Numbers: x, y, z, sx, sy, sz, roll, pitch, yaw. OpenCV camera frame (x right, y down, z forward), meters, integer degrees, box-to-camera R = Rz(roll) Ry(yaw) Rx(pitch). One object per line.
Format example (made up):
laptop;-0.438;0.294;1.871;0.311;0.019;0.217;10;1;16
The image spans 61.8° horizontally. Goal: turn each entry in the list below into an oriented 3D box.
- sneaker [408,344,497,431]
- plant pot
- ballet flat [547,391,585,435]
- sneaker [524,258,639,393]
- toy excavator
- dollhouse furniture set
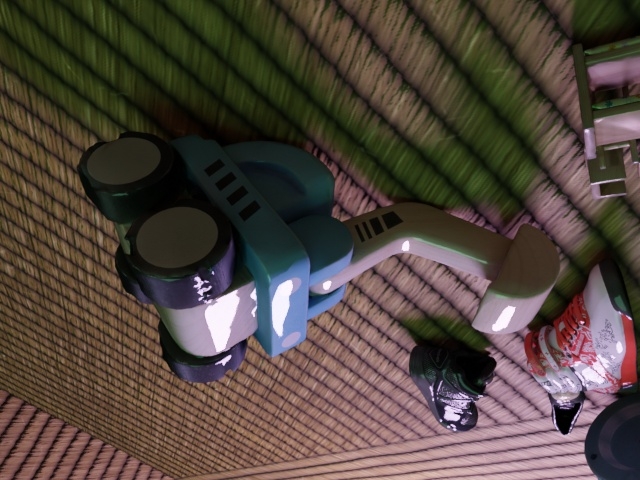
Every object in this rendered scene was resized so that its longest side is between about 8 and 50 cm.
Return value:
sneaker;0.256;0.267;0.938;0.130;0.087;0.227;-8;127;36
plant pot;0.571;0.385;0.837;0.255;0.271;0.272;48;133;-10
ballet flat;0.419;0.285;0.906;0.058;0.049;0.173;-6;145;23
sneaker;0.359;0.137;0.755;0.145;0.090;0.270;-10;134;25
toy excavator;0.000;0.000;0.664;0.433;0.445;0.222;48;153;32
dollhouse furniture set;0.344;-0.126;0.500;0.182;0.101;0.161;-8;157;26
